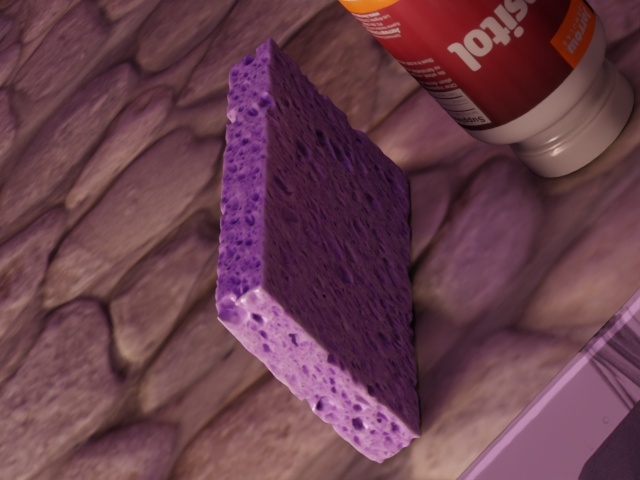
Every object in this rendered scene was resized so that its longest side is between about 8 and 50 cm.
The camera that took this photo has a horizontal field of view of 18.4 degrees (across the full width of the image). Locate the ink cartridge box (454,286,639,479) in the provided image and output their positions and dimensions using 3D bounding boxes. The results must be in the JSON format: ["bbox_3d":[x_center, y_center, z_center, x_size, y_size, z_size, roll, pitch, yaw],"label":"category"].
[{"bbox_3d":[0.106,0.077,0.613,0.218,0.092,0.158,-44,-11,-4],"label":"ink cartridge box"}]

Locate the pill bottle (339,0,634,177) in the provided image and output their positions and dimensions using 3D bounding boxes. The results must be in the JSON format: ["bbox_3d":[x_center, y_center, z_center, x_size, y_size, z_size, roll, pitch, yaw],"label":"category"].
[{"bbox_3d":[0.079,-0.102,0.935,0.086,0.152,0.086,-35,30,23],"label":"pill bottle"}]

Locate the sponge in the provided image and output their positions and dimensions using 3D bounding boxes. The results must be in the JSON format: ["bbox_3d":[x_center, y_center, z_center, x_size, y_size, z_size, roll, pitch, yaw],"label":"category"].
[{"bbox_3d":[0.000,0.000,0.953,0.031,0.117,0.210,-33,30,22],"label":"sponge"}]
